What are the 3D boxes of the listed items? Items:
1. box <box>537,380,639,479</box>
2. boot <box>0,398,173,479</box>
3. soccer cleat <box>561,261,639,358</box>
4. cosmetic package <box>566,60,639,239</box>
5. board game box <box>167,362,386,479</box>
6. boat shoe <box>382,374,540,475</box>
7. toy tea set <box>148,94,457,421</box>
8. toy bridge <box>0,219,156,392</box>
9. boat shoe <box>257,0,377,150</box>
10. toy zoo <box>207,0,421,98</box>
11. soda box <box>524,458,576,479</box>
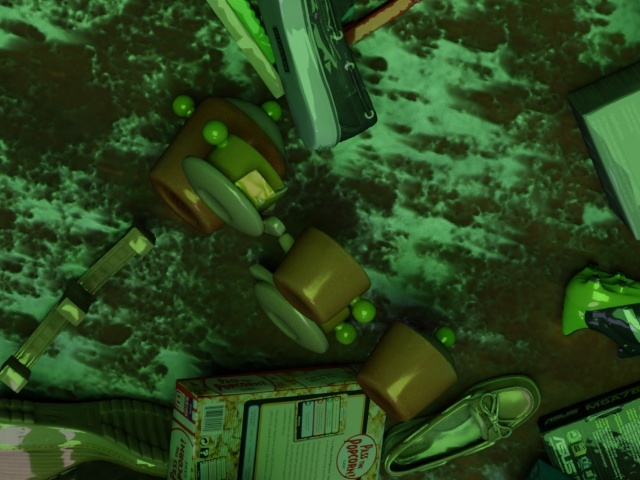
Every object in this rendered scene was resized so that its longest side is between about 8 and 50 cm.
[{"bbox_3d":[0.314,0.218,1.743,0.184,0.045,0.191,-22,104,5],"label":"box"},{"bbox_3d":[-0.213,0.245,1.748,0.248,0.090,0.207,10,120,-7],"label":"boot"},{"bbox_3d":[0.300,0.074,1.698,0.178,0.060,0.072,15,115,3],"label":"soccer cleat"},{"bbox_3d":[0.343,-0.110,1.620,0.238,0.107,0.127,-23,105,4],"label":"cosmetic package"},{"bbox_3d":[-0.037,0.189,1.689,0.193,0.045,0.147,-2,108,-30],"label":"board game box"},{"bbox_3d":[0.127,0.169,1.726,0.153,0.048,0.056,-21,105,6],"label":"boat shoe"},{"bbox_3d":[0.000,0.000,1.622,0.124,0.200,0.336,-46,116,-14],"label":"toy tea set"},{"bbox_3d":[-0.214,0.055,1.686,0.026,0.063,0.188,42,101,-11],"label":"toy bridge"},{"bbox_3d":[-0.003,-0.189,1.581,0.076,0.080,0.229,-19,102,-15],"label":"boat shoe"},{"bbox_3d":[0.029,-0.278,1.607,0.293,0.030,0.192,-33,103,9],"label":"toy zoo"},{"bbox_3d":[0.264,0.282,1.702,0.210,0.071,0.067,31,107,-6],"label":"soda box"}]
